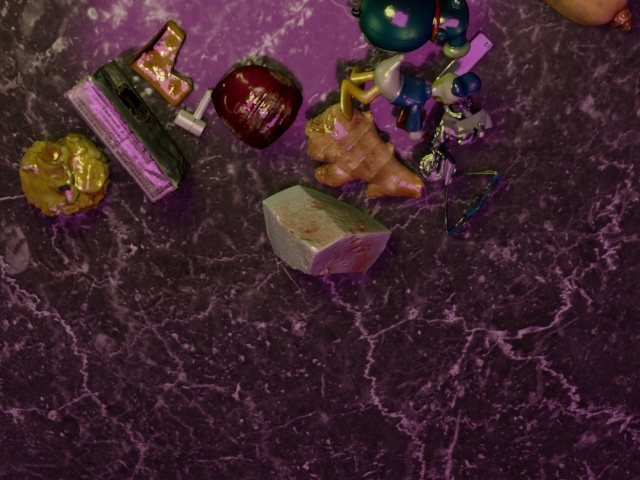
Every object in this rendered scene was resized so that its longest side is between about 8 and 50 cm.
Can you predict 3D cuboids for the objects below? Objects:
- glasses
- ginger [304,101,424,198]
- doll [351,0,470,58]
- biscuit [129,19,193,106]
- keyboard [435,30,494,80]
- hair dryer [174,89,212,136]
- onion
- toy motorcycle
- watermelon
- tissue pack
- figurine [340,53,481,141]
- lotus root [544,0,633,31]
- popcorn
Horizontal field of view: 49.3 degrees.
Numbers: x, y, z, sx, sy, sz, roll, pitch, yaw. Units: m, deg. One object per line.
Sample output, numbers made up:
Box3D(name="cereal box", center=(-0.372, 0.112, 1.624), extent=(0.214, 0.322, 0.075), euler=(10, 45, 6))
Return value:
Box3D(name="glasses", center=(0.398, -0.135, 2.038), extent=(0.207, 0.102, 0.239), euler=(29, 111, -13))
Box3D(name="ginger", center=(0.111, -0.212, 1.966), extent=(0.236, 0.166, 0.375), euler=(-40, 98, 1))
Box3D(name="doll", center=(0.238, -0.577, 1.788), extent=(0.322, 0.198, 0.186), euler=(-3, 150, -8))
Box3D(name="biscuit", center=(-0.408, -0.477, 1.910), extent=(0.174, 0.039, 0.183), euler=(-38, 110, 13))
Box3D(name="keyboard", center=(0.398, -0.493, 1.927), extent=(0.055, 0.014, 0.176), euler=(38, 108, -15))
Box3D(name="hair dryer", center=(-0.344, -0.369, 1.958), extent=(0.082, 0.047, 0.137), euler=(30, 105, -13))
Box3D(name="onion", center=(-0.177, -0.369, 1.876), extent=(0.206, 0.207, 0.216), euler=(37, 103, -19))
Box3D(name="toy motorcycle", center=(0.384, -0.281, 1.957), extent=(0.159, 0.106, 0.270), euler=(21, 101, 11))
Box3D(name="watermelon", center=(0.000, 0.000, 2.008), extent=(0.387, 0.258, 0.228), euler=(19, 110, -5))
Box3D(name="tissue pack", center=(-0.509, -0.291, 1.872), extent=(0.122, 0.259, 0.361), euler=(-31, 109, 9))
Box3D(name="figurine", center=(0.258, -0.365, 1.841), extent=(0.338, 0.204, 0.283), euler=(-5, 143, 25))
Box3D(name="lotus root", center=(0.676, -0.654, 1.790), extent=(0.342, 0.151, 0.169), euler=(28, 126, -17))
Box3D(name="popcorn", center=(-0.711, -0.177, 1.939), extent=(0.249, 0.225, 0.249), euler=(2, 114, 4))
